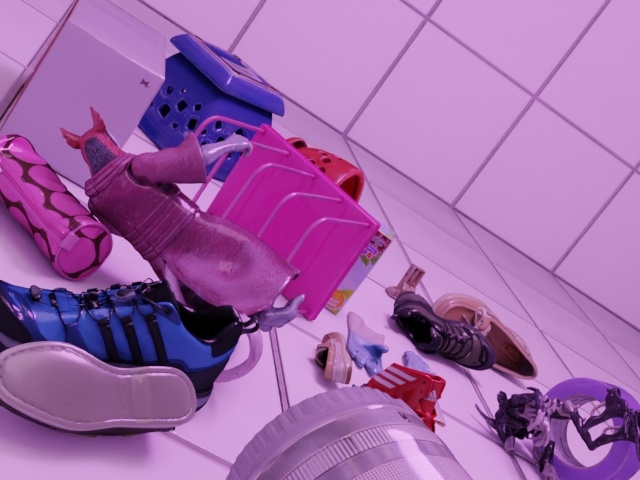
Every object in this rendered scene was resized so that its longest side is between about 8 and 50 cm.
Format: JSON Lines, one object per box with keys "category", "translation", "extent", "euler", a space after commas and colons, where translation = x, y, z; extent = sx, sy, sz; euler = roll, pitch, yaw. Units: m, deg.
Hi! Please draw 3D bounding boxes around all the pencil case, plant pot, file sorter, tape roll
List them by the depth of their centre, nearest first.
{"category": "pencil case", "translation": [-0.351, -0.045, 1.258], "extent": [0.209, 0.095, 0.098], "euler": [42, -16, 24]}
{"category": "file sorter", "translation": [-0.097, -0.039, 1.629], "extent": [0.290, 0.202, 0.182], "euler": [43, 18, 27]}
{"category": "tape roll", "translation": [0.474, 0.340, 1.770], "extent": [0.080, 0.189, 0.189], "euler": [21, 21, -47]}
{"category": "plant pot", "translation": [-0.033, -0.100, 2.018], "extent": [0.174, 0.191, 0.191], "euler": [32, 12, 17]}
{"category": "plant pot", "translation": [-0.227, -0.276, 2.067], "extent": [0.236, 0.212, 0.236], "euler": [44, 16, 33]}

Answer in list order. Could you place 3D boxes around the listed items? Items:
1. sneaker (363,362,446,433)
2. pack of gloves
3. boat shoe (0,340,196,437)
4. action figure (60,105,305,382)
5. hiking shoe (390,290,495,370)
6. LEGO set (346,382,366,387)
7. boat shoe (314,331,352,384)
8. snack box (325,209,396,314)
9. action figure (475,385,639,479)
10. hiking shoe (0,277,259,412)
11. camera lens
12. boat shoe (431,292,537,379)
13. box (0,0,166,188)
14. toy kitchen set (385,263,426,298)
{"category": "sneaker", "translation": [0.130, 0.252, 1.330], "extent": [0.087, 0.128, 0.221], "euler": [18, 28, -52]}
{"category": "pack of gloves", "translation": [0.136, 0.201, 1.715], "extent": [0.195, 0.046, 0.232], "euler": [33, 14, -7]}
{"category": "boat shoe", "translation": [-0.225, 0.151, 0.963], "extent": [0.227, 0.068, 0.081], "euler": [19, 56, -44]}
{"category": "action figure", "translation": [-0.207, -0.006, 1.293], "extent": [0.370, 0.248, 0.276], "euler": [44, 39, -11]}
{"category": "hiking shoe", "translation": [0.231, 0.194, 1.929], "extent": [0.227, 0.086, 0.114], "euler": [31, 27, 2]}
{"category": "LEGO set", "translation": [0.053, 0.236, 1.457], "extent": [0.054, 0.023, 0.083], "euler": [37, 27, 14]}
{"category": "boat shoe", "translation": [0.015, 0.172, 1.508], "extent": [0.045, 0.050, 0.135], "euler": [7, 14, -12]}
{"category": "snack box", "translation": [0.000, 0.000, 1.777], "extent": [0.207, 0.174, 0.070], "euler": [38, 17, 3]}
{"category": "action figure", "translation": [0.390, 0.322, 1.686], "extent": [0.164, 0.275, 0.141], "euler": [56, 39, -37]}
{"category": "hiking shoe", "translation": [-0.218, 0.081, 1.066], "extent": [0.304, 0.132, 0.113], "euler": [24, 18, -41]}
{"category": "camera lens", "translation": [0.058, 0.289, 0.863], "extent": [0.219, 0.219, 0.274], "euler": [23, 19, -43]}
{"category": "boat shoe", "translation": [0.350, 0.202, 2.102], "extent": [0.285, 0.105, 0.089], "euler": [30, 12, -27]}
{"category": "box", "translation": [-0.377, -0.258, 1.639], "extent": [0.168, 0.215, 0.345], "euler": [31, 14, -19]}
{"category": "toy kitchen set", "translation": [0.185, 0.093, 2.125], "extent": [0.068, 0.075, 0.083], "euler": [29, 11, -23]}
